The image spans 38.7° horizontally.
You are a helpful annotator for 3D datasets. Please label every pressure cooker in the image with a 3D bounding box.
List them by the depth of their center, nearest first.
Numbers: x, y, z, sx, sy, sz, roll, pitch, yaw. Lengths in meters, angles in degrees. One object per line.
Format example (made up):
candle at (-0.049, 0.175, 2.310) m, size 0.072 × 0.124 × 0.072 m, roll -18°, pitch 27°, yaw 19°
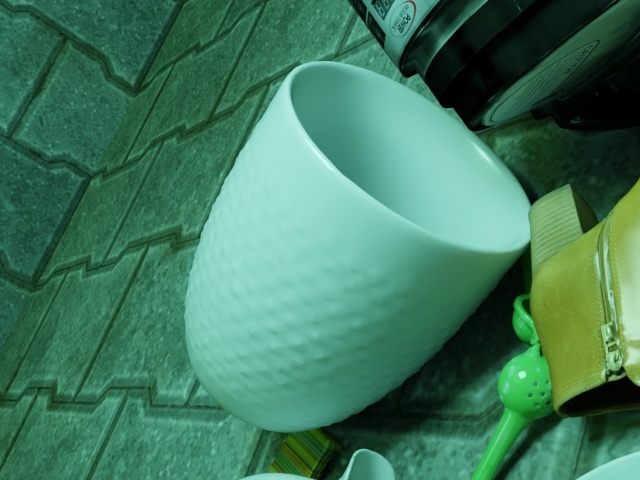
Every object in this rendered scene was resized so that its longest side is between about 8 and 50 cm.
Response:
pressure cooker at (0.207, -0.296, 0.802) m, size 0.376 × 0.420 × 0.370 m, roll -36°, pitch -6°, yaw 29°

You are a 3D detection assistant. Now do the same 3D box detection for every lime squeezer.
lime squeezer at (0.185, 0.105, 0.818) m, size 0.110 × 0.059 × 0.310 m, roll 102°, pitch -175°, yaw -62°

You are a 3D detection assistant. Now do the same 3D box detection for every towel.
towel at (-0.058, 0.313, 1.022) m, size 0.237 × 0.021 × 0.102 m, roll -60°, pitch 21°, yaw -4°

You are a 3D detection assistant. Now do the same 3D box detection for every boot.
boot at (0.292, 0.010, 0.692) m, size 0.295 × 0.104 × 0.211 m, roll -32°, pitch 45°, yaw 33°

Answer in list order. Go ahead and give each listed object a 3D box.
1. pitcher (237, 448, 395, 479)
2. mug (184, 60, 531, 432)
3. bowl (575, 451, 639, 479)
pitcher at (-0.025, 0.307, 0.873) m, size 0.207 × 0.125 × 0.177 m, roll -23°, pitch 56°, yaw 32°
mug at (0.000, 0.000, 0.966) m, size 0.328 × 0.276 × 0.374 m, roll -56°, pitch 32°, yaw 31°
bowl at (0.210, 0.270, 0.473) m, size 0.298 × 0.134 × 0.297 m, roll -40°, pitch 31°, yaw 30°
